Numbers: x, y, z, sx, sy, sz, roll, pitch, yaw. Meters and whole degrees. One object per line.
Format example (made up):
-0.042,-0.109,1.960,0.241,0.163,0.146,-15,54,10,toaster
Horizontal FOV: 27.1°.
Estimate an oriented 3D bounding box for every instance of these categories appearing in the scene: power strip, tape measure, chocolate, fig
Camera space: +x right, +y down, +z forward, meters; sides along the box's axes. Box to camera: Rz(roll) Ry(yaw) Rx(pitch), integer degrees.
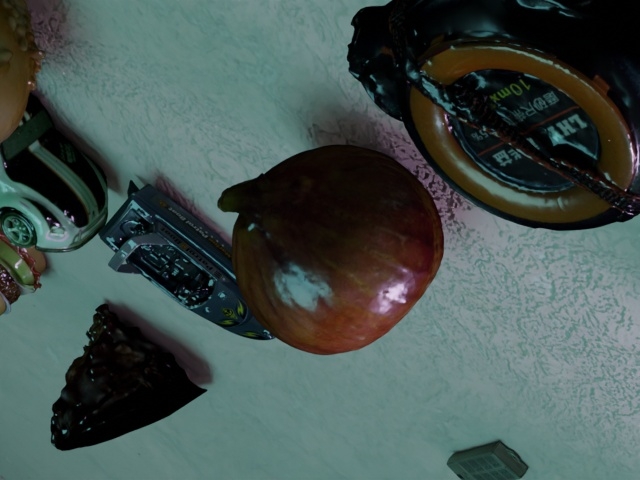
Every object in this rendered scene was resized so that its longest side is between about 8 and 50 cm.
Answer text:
0.188,0.262,1.538,0.051,0.019,0.136,42,153,-8,power strip
0.149,-0.110,0.903,0.223,0.135,0.202,44,143,-13,tape measure
-0.309,0.184,1.907,0.224,0.206,0.177,-38,71,48,chocolate
0.001,0.001,1.179,0.205,0.205,0.205,30,152,18,fig

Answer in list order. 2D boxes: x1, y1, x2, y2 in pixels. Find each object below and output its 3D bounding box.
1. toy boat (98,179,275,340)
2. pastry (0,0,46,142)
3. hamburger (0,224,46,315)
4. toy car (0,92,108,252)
-0.147,0.037,1.540,0.246,0.103,0.093,39,130,-9,toy boat
-0.414,-0.227,1.377,0.316,0.184,0.284,34,161,37,pastry
-0.498,0.042,1.951,0.175,0.137,0.175,27,151,17,hamburger
-0.378,-0.117,1.568,0.306,0.136,0.125,36,134,5,toy car
